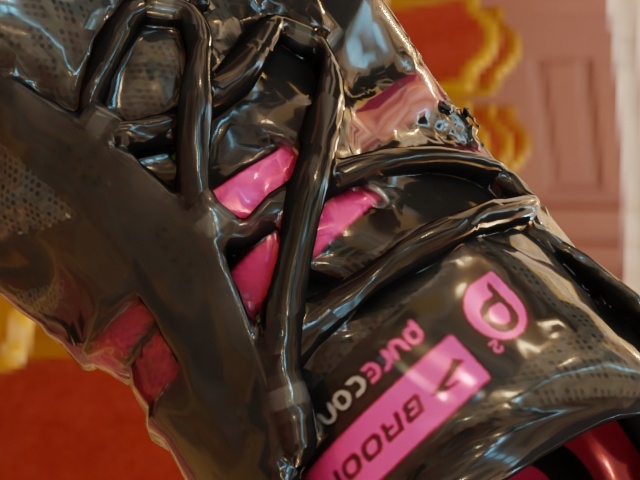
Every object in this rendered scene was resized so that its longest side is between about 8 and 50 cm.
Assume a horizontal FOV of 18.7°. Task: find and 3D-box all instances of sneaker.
[{"bbox_3d":[0.000,0.000,0.580,0.185,0.483,0.202,-48,-161,-9],"label":"sneaker"}]
